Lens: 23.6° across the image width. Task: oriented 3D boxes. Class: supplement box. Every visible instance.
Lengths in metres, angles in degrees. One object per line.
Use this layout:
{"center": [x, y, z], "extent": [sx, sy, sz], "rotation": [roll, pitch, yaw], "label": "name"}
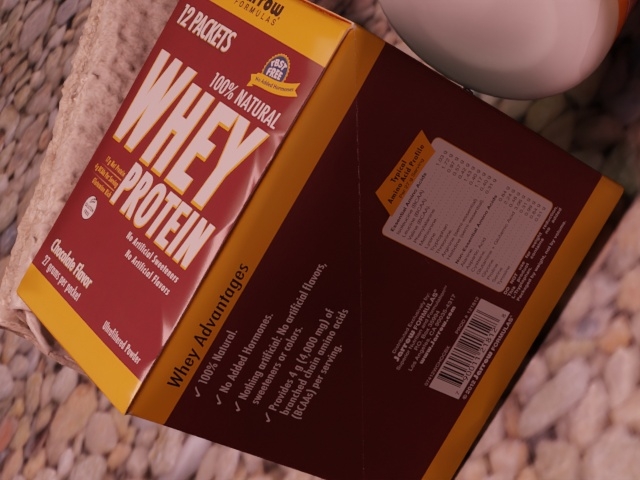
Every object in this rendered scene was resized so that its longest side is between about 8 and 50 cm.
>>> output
{"center": [0.000, 0.000, 0.732], "extent": [0.129, 0.194, 0.191], "rotation": [37, 99, 50], "label": "supplement box"}

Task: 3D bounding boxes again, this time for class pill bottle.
{"center": [0.122, -0.180, 0.758], "extent": [0.121, 0.121, 0.216], "rotation": [-14, 34, 47], "label": "pill bottle"}

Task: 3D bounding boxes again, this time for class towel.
{"center": [-0.068, -0.041, 0.875], "extent": [0.049, 0.187, 0.282], "rotation": [-20, 51, 49], "label": "towel"}

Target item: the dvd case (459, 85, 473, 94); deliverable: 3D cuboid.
{"center": [0.057, -0.021, 0.854], "extent": [0.087, 0.013, 0.119], "rotation": [-35, 42, 31], "label": "dvd case"}
